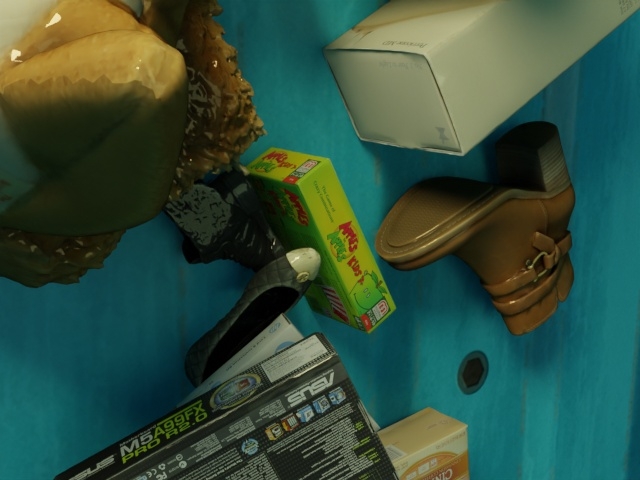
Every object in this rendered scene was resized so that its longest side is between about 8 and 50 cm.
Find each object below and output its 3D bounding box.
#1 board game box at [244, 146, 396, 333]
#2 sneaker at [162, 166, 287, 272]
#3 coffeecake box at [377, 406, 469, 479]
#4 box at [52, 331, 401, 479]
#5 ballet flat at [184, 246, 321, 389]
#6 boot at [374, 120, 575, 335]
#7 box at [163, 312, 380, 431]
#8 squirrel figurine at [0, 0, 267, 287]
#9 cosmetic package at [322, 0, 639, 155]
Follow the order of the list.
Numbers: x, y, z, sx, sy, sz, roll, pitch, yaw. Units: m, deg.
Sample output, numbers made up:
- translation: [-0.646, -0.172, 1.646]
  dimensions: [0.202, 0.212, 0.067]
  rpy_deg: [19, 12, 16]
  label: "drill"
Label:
- translation: [0.000, 0.000, 0.942]
  dimensions: [0.043, 0.092, 0.181]
  rpy_deg: [-41, 123, -24]
  label: "board game box"
- translation: [-0.091, -0.003, 0.900]
  dimensions: [0.089, 0.051, 0.170]
  rpy_deg: [-35, 126, -15]
  label: "sneaker"
- translation: [0.101, 0.308, 1.117]
  dimensions: [0.142, 0.068, 0.185]
  rpy_deg: [-18, 113, -34]
  label: "coffeecake box"
- translation: [-0.066, 0.238, 0.856]
  dimensions: [0.270, 0.060, 0.216]
  rpy_deg: [-29, 111, -7]
  label: "box"
- translation: [-0.059, 0.075, 0.907]
  dimensions: [0.173, 0.049, 0.057]
  rpy_deg: [-46, 130, 10]
  label: "ballet flat"
- translation: [0.190, 0.018, 1.104]
  dimensions: [0.283, 0.109, 0.220]
  rpy_deg: [-38, 126, -33]
  label: "boot"
- translation: [-0.059, 0.182, 0.897]
  dimensions: [0.186, 0.038, 0.145]
  rpy_deg: [-40, 111, -5]
  label: "box"
- translation: [-0.168, -0.177, 0.683]
  dimensions: [0.397, 0.281, 0.370]
  rpy_deg: [96, 9, -59]
  label: "squirrel figurine"
- translation: [0.174, -0.220, 0.980]
  dimensions: [0.309, 0.160, 0.113]
  rpy_deg: [-39, 121, -25]
  label: "cosmetic package"
